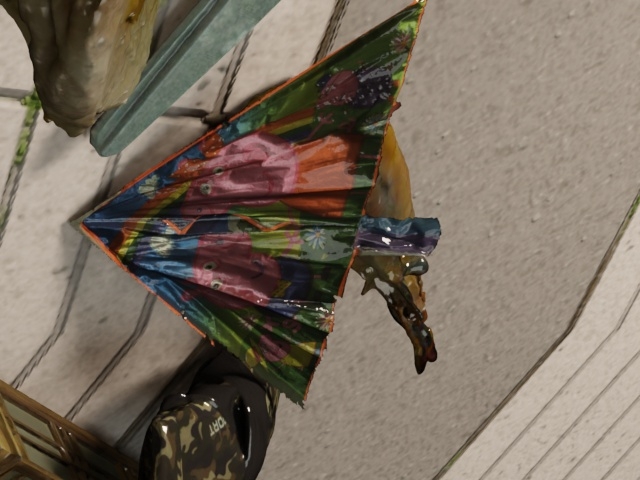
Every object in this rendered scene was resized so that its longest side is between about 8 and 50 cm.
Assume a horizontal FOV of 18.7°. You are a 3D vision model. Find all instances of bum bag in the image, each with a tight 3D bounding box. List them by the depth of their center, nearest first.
[{"bbox_3d":[-0.070,0.130,1.239,0.248,0.069,0.102,-52,164,-68],"label":"bum bag"}]

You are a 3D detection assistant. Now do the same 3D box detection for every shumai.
[{"bbox_3d":[-0.124,-0.151,0.878,0.120,0.201,0.201,14,131,-2],"label":"shumai"}]

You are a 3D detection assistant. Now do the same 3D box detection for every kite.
[{"bbox_3d":[-0.035,-0.016,1.163,0.234,0.016,0.321,2,128,-18],"label":"kite"}]

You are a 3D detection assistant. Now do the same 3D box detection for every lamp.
[{"bbox_3d":[-0.162,0.170,1.236,0.090,0.089,0.325,-34,147,6],"label":"lamp"}]

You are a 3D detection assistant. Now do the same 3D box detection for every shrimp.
[{"bbox_3d":[0.006,-0.004,1.237,0.117,0.066,0.262,-19,131,-2],"label":"shrimp"}]

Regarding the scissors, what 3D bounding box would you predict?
[{"bbox_3d":[0.031,-0.208,1.048,0.447,0.029,0.192,-46,146,7],"label":"scissors"}]
